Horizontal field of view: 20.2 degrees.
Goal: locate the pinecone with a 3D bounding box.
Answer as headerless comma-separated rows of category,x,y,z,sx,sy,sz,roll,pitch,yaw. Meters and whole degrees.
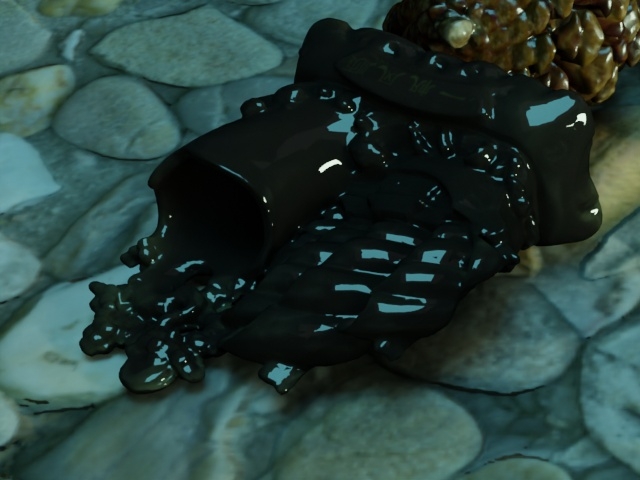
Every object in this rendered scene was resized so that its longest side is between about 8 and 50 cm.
pinecone,0.128,-0.139,1.125,0.173,0.173,0.173,-7,37,5

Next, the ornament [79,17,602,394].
ornament,0.000,0.000,1.027,0.251,0.106,0.260,19,51,37
